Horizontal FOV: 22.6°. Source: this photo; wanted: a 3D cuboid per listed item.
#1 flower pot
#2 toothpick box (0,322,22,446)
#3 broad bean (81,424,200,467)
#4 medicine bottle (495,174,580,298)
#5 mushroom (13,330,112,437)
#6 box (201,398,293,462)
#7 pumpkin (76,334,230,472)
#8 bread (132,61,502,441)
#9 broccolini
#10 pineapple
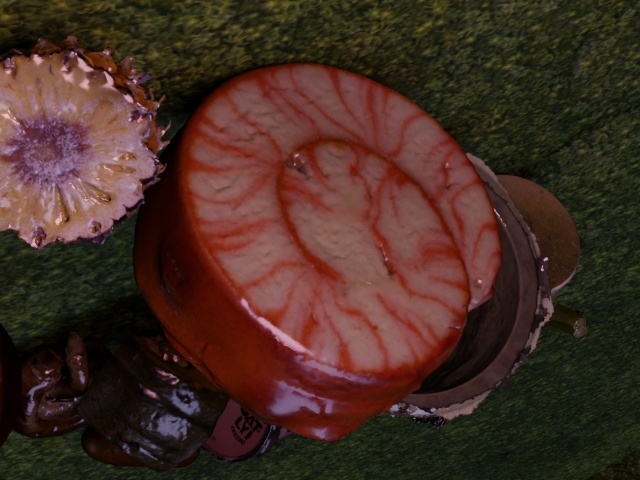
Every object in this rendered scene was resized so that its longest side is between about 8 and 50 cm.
[{"bbox_3d":[0.056,0.066,1.648,0.290,0.290,0.259,-12,167,-23],"label":"flower pot"},{"bbox_3d":[-0.419,0.131,1.458,0.294,0.192,0.192,6,147,-38],"label":"toothpick box"},{"bbox_3d":[-0.229,0.253,2.056,0.165,0.084,0.114,-2,157,-28],"label":"broad bean"},{"bbox_3d":[0.164,0.066,1.872,0.151,0.151,0.322,-10,156,-26],"label":"medicine bottle"},{"bbox_3d":[-0.287,0.153,1.770,0.135,0.080,0.170,-24,158,-36],"label":"mushroom"},{"bbox_3d":[-0.075,0.186,1.959,0.151,0.151,0.135,-36,163,33],"label":"box"},{"bbox_3d":[-0.164,0.182,1.804,0.131,0.126,0.248,-57,167,11],"label":"pumpkin"},{"bbox_3d":[-0.004,-0.001,1.346,0.327,0.295,0.114,-45,180,-44],"label":"bread"},{"bbox_3d":[0.173,0.130,1.706,0.062,0.123,0.271,18,156,-36],"label":"broccolini"},{"bbox_3d":[-0.201,-0.091,1.227,0.176,0.137,0.161,-16,116,2],"label":"pineapple"}]
